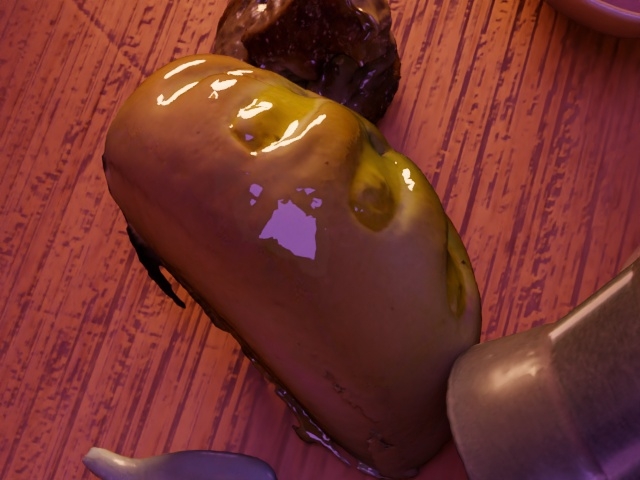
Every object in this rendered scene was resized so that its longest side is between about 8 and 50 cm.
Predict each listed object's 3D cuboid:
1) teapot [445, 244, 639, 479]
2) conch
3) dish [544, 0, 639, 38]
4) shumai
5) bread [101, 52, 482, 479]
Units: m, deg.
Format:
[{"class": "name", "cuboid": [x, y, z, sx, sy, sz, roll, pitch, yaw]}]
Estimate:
[{"class": "teapot", "cuboid": [0.249, 0.024, 0.645, 0.344, 0.300, 0.253, -40, 106, 24]}, {"class": "conch", "cuboid": [-0.050, 0.159, 0.752, 0.180, 0.088, 0.065, 12, 25, 14]}, {"class": "dish", "cuboid": [0.202, -0.218, 0.875, 0.213, 0.090, 0.213, 0, 70, 1]}, {"class": "shumai", "cuboid": [-0.010, -0.134, 0.852, 0.123, 0.105, 0.139, 0, 44, 5]}, {"class": "bread", "cuboid": [0.010, 0.010, 0.745, 0.158, 0.156, 0.261, -44, 116, -13]}]
